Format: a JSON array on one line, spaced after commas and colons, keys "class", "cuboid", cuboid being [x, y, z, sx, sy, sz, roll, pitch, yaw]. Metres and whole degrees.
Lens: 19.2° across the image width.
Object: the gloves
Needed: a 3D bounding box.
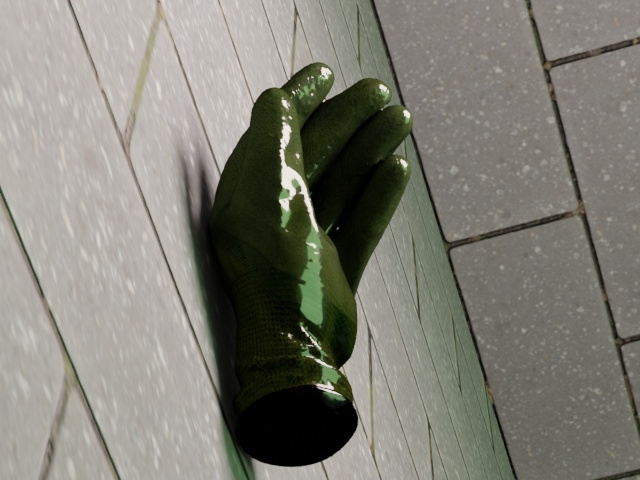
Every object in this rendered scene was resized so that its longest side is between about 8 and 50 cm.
[{"class": "gloves", "cuboid": [-0.013, 0.005, 1.130, 0.135, 0.107, 0.268, 55, 37, -46]}]
